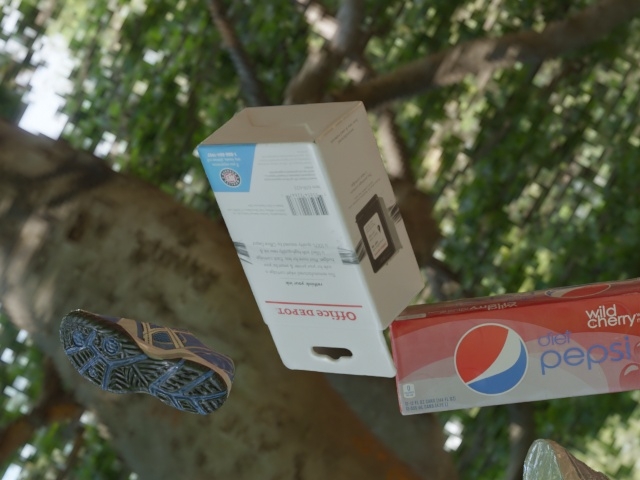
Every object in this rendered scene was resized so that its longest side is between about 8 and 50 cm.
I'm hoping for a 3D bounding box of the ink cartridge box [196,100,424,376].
[{"bbox_3d":[0.000,0.000,1.006,0.104,0.180,0.060,1,-148,38],"label":"ink cartridge box"}]

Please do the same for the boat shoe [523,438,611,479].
[{"bbox_3d":[0.286,0.286,1.588,0.081,0.079,0.227,14,-164,-20],"label":"boat shoe"}]

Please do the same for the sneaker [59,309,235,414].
[{"bbox_3d":[-0.195,0.132,1.685,0.211,0.080,0.081,23,-157,8],"label":"sneaker"}]

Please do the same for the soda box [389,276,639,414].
[{"bbox_3d":[0.197,0.094,1.346,0.263,0.092,0.083,-7,-174,7],"label":"soda box"}]
